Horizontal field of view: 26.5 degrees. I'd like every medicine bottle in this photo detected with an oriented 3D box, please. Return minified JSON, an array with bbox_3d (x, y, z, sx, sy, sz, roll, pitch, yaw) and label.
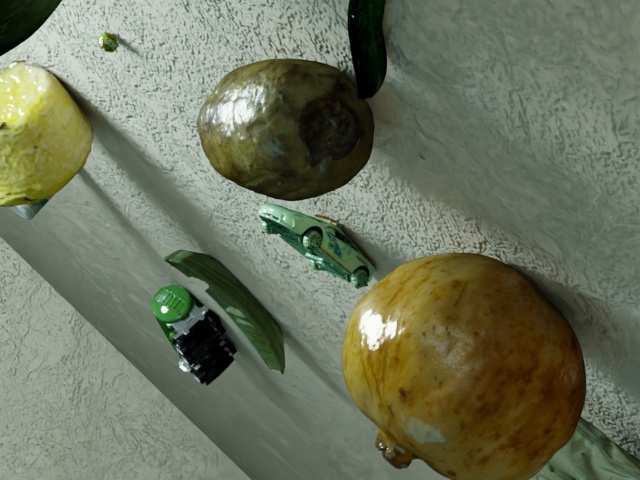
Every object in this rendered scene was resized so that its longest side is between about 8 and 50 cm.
[{"bbox_3d":[-0.484,-0.106,2.325,0.080,0.130,0.080,38,165,12],"label":"medicine bottle"}]

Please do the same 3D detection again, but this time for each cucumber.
[{"bbox_3d":[0.038,-0.171,1.122,0.036,0.033,0.184,61,172,22],"label":"cucumber"}]

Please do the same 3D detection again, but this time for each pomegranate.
[{"bbox_3d":[0.139,0.133,1.356,0.248,0.248,0.248,37,164,12],"label":"pomegranate"}]

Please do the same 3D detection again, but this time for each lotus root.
[{"bbox_3d":[-0.040,-0.104,1.310,0.145,0.128,0.260,35,168,-19],"label":"lotus root"}]

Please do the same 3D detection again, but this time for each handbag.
[{"bbox_3d":[0.366,0.325,1.593,0.253,0.109,0.316,38,166,24],"label":"handbag"}]

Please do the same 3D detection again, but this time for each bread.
[{"bbox_3d":[-0.435,-0.149,1.989,0.197,0.197,0.170,25,153,44],"label":"bread"}]

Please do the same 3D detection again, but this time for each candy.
[{"bbox_3d":[-0.266,-0.243,1.656,0.025,0.023,0.083,3,-170,-25],"label":"candy"}]

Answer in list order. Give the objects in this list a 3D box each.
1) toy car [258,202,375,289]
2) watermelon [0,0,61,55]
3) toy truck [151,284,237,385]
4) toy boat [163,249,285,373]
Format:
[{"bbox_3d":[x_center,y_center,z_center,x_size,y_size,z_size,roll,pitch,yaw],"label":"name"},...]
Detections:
[{"bbox_3d":[0.000,0.000,1.632,0.093,0.058,0.186,24,170,44],"label":"toy car"},{"bbox_3d":[-0.375,-0.306,1.155,0.363,0.363,0.363,37,164,12],"label":"watermelon"},{"bbox_3d":[-0.252,0.183,2.649,0.125,0.101,0.242,37,162,28],"label":"toy truck"},{"bbox_3d":[-0.144,0.110,2.275,0.293,0.055,0.093,49,161,-28],"label":"toy boat"}]
